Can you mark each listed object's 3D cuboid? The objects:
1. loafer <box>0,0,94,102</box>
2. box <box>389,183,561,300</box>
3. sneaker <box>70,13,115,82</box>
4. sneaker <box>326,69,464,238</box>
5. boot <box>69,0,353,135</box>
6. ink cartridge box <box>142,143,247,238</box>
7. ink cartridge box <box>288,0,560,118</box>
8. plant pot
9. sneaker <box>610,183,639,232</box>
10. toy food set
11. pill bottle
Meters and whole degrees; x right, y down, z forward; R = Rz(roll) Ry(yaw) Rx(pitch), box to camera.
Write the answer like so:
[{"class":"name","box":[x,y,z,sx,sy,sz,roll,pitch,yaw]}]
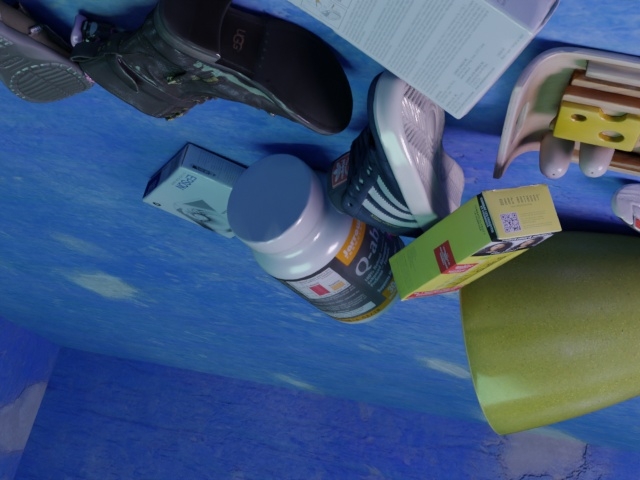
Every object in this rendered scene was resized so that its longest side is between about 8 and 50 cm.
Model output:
[{"class":"loafer","box":[-0.345,-0.232,1.162,0.094,0.087,0.251,-17,164,14]},{"class":"box","box":[0.167,0.006,1.140,0.087,0.058,0.232,-7,165,-26]},{"class":"sneaker","box":[-0.248,-0.218,1.170,0.057,0.047,0.119,3,162,3]},{"class":"sneaker","box":[0.067,-0.084,1.145,0.148,0.131,0.350,5,160,17]},{"class":"boot","box":[-0.118,-0.175,1.096,0.263,0.091,0.229,29,157,-25]},{"class":"ink cartridge box","box":[-0.138,-0.059,1.537,0.224,0.045,0.223,22,161,-18]},{"class":"ink cartridge box","box":[0.073,-0.222,0.896,0.232,0.066,0.189,38,161,0]},{"class":"plant pot","box":[0.360,0.101,1.302,0.294,0.274,0.275,-10,153,22]},{"class":"sneaker","box":[0.403,-0.019,1.178,0.158,0.061,0.065,19,168,-9]},{"class":"toy food set","box":[0.331,-0.079,0.998,0.306,0.092,0.219,13,162,9]},{"class":"pill bottle","box":[0.000,0.000,1.405,0.162,0.162,0.278,4,159,33]}]
